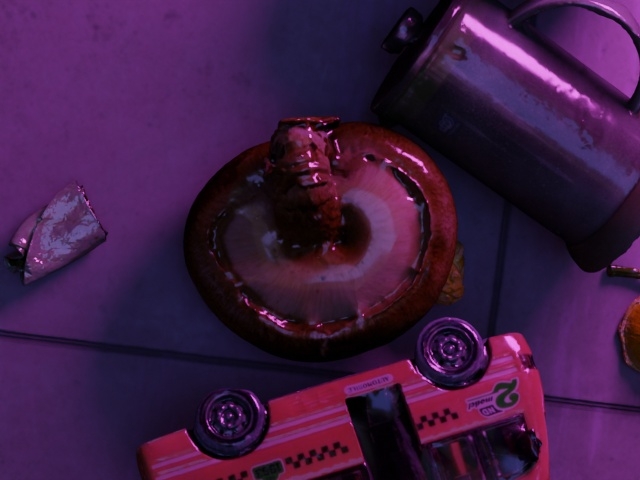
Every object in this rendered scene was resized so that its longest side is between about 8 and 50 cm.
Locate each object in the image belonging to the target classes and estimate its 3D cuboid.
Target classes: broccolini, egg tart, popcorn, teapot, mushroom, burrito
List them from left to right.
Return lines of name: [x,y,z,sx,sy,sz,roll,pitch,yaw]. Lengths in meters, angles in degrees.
burrito: [-0.293,-0.005,1.576,0.118,0.044,0.074,-34,94,-9]
mushroom: [-0.001,-0.009,1.561,0.297,0.163,0.278,-10,106,2]
popcorn: [0.124,0.031,1.633,0.084,0.084,0.084,0,91,-9]
teapot: [0.232,-0.155,1.565,0.337,0.200,0.270,34,126,-7]
egg tart: [0.400,0.111,1.694,0.105,0.039,0.105,0,92,-11]
broccolini: [0.405,0.044,1.696,0.139,0.035,0.030,9,86,-8]

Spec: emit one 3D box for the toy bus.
toy bus: [0.036,0.251,1.518,0.426,0.203,0.233,-16,69,-8]
